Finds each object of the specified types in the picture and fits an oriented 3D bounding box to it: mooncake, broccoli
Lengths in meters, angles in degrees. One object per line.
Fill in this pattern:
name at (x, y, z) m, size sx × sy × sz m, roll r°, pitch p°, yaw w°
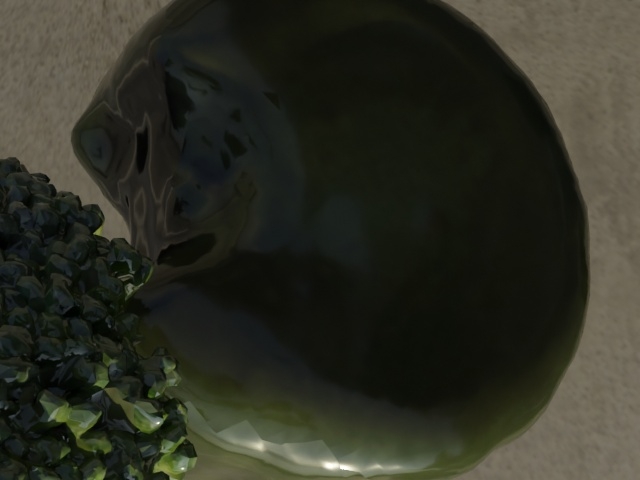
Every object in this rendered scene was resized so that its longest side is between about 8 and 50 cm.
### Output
mooncake at (0.000, 0.000, 0.834) m, size 0.351 × 0.187 × 0.351 m, roll 7°, pitch 69°, yaw -20°
broccoli at (-0.239, 0.101, 0.619) m, size 0.324 × 0.334 × 0.272 m, roll 12°, pitch 120°, yaw -21°
